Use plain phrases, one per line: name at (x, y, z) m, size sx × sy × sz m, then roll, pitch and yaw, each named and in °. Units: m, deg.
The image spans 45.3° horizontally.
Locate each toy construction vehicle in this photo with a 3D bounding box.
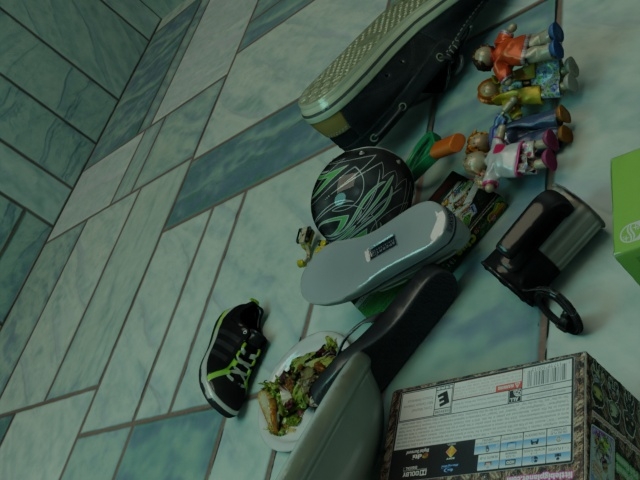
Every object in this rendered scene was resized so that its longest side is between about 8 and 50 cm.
toy construction vehicle at (0.000, 0.000, 1.375) m, size 0.086 × 0.035 × 0.098 m, roll -14°, pitch 49°, yaw 32°

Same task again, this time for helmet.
helmet at (0.066, -0.066, 1.224) m, size 0.169 × 0.169 × 0.161 m, roll -53°, pitch 14°, yaw -3°

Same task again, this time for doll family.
doll family at (0.287, -0.181, 1.126) m, size 0.163 × 0.118 × 0.263 m, roll -5°, pitch 71°, yaw 44°

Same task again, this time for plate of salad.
plate of salad at (-0.031, 0.220, 1.160) m, size 0.200 × 0.048 × 0.200 m, roll -35°, pitch 33°, yaw 27°

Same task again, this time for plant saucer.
plant saucer at (-0.012, 0.320, 0.853) m, size 0.400 × 0.100 × 0.400 m, roll -60°, pitch -9°, yaw -17°

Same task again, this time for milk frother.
milk frother at (0.287, 0.022, 0.914) m, size 0.143 × 0.129 × 0.135 m, roll 42°, pitch 95°, yaw 17°

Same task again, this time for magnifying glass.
magnifying glass at (0.177, -0.137, 1.204) m, size 0.092 × 0.026 × 0.231 m, roll -61°, pitch 6°, yaw -5°

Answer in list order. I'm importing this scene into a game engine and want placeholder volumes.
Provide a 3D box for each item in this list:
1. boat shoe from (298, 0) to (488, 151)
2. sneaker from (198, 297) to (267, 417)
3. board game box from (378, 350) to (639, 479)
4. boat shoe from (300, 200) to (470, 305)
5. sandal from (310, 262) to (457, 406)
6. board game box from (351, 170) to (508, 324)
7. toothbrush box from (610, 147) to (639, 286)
boat shoe at (0.176, -0.346, 1.393) m, size 0.500 × 0.156 × 0.187 m, roll -46°, pitch 24°, yaw -13°
sneaker at (-0.141, 0.187, 1.308) m, size 0.097 × 0.084 × 0.235 m, roll -34°, pitch 35°, yaw 26°
board game box at (0.177, 0.281, 0.719) m, size 0.232 × 0.141 × 0.291 m, roll -22°, pitch 41°, yaw 41°
boat shoe at (0.091, 0.029, 1.103) m, size 0.267 × 0.088 × 0.096 m, roll -32°, pitch 52°, yaw 29°
sandal at (0.086, 0.134, 1.053) m, size 0.254 × 0.097 × 0.054 m, roll -44°, pitch 41°, yaw -8°
board game box at (0.154, 0.019, 1.146) m, size 0.260 × 0.030 × 0.136 m, roll -50°, pitch 32°, yaw 3°
toothbrush box at (0.424, -0.018, 0.644) m, size 0.283 × 0.206 × 0.122 m, roll -23°, pitch 40°, yaw 41°
